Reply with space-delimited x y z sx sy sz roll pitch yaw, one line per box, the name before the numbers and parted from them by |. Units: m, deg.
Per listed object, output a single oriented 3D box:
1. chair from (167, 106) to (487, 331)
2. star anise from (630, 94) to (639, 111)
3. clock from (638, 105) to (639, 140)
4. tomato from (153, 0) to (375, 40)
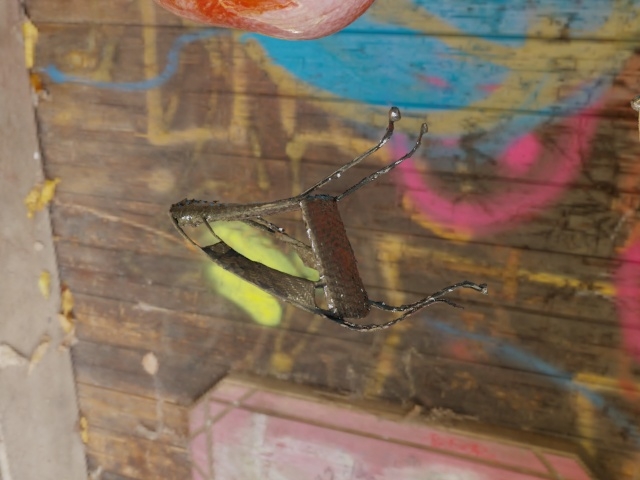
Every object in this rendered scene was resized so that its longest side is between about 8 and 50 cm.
chair | 0.000 0.000 0.648 0.174 0.213 0.149 -9 85 -71
star anise | 0.398 -0.140 0.801 0.209 0.089 0.231 27 94 -36
clock | 0.280 -0.098 0.480 0.235 0.096 0.308 -8 123 -40
tomato | -0.051 -0.311 0.727 0.270 0.270 0.227 -56 169 -48
